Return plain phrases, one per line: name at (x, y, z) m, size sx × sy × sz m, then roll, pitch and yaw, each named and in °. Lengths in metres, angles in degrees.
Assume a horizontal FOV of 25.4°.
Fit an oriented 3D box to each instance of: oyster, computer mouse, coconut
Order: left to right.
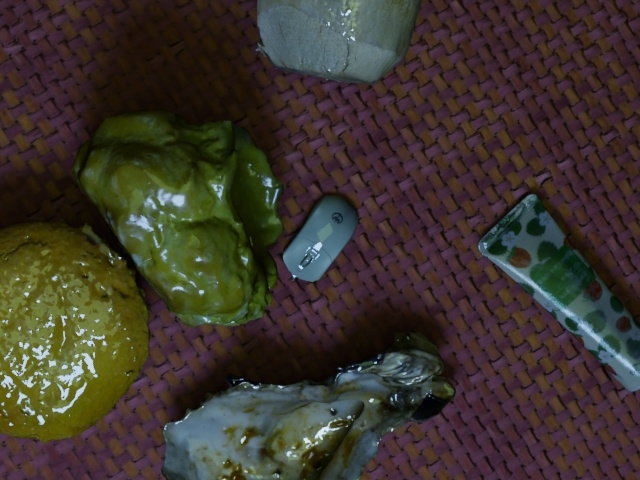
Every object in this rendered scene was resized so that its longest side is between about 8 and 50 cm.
oyster at (-0.011, 0.202, 1.554) m, size 0.337 × 0.133 × 0.197 m, roll -33°, pitch 93°, yaw -7°
computer mouse at (0.000, 0.000, 1.597) m, size 0.056 × 0.032 × 0.110 m, roll 35°, pitch 88°, yaw -6°
coconut at (0.023, -0.268, 1.521) m, size 0.194 × 0.194 × 0.194 m, roll 0°, pitch 92°, yaw -7°

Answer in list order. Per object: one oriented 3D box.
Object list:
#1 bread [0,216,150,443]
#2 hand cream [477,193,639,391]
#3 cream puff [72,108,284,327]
bread at (-0.297, 0.094, 1.511) m, size 0.240 × 0.139 × 0.239 m, roll 0°, pitch 92°, yaw -7°
hand cream at (0.303, 0.075, 1.627) m, size 0.095 × 0.059 × 0.276 m, roll -44°, pitch 92°, yaw -6°
cream puff at (-0.126, -0.033, 1.471) m, size 0.185 × 0.282 × 0.282 m, roll -38°, pitch 96°, yaw -9°
